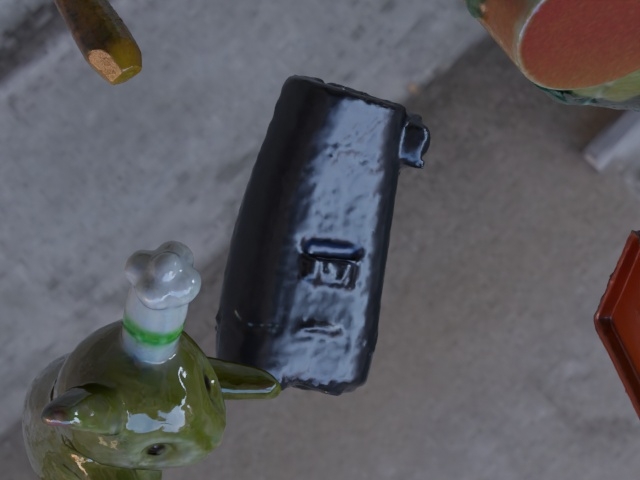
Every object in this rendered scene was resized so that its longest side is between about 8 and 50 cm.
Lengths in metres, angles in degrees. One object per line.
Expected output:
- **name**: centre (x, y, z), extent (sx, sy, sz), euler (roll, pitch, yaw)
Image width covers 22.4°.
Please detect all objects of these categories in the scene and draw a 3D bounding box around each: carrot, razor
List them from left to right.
- **carrot**: centre (-0.187, -0.196, 1.235), extent (0.042, 0.171, 0.042), euler (-27, 168, -6)
- **razor**: centre (-0.002, -0.002, 1.693), extent (0.189, 0.107, 0.327), euler (11, 93, -33)

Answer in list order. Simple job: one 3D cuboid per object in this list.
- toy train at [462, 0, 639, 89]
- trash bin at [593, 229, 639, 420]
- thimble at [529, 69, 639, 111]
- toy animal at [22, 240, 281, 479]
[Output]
- **toy train**: centre (0.095, -0.181, 0.763), extent (0.177, 0.285, 0.116), euler (-16, 142, -23)
- **trash bin**: centre (0.322, 0.058, 1.076), extent (0.238, 0.184, 0.161), euler (-11, 144, -17)
- **thimble**: centre (0.255, -0.240, 1.231), extent (0.254, 0.167, 0.288), euler (-179, -83, -84)
- **toy animal**: centre (-0.144, 0.143, 1.332), extent (0.181, 0.180, 0.363), euler (-59, -172, -22)
